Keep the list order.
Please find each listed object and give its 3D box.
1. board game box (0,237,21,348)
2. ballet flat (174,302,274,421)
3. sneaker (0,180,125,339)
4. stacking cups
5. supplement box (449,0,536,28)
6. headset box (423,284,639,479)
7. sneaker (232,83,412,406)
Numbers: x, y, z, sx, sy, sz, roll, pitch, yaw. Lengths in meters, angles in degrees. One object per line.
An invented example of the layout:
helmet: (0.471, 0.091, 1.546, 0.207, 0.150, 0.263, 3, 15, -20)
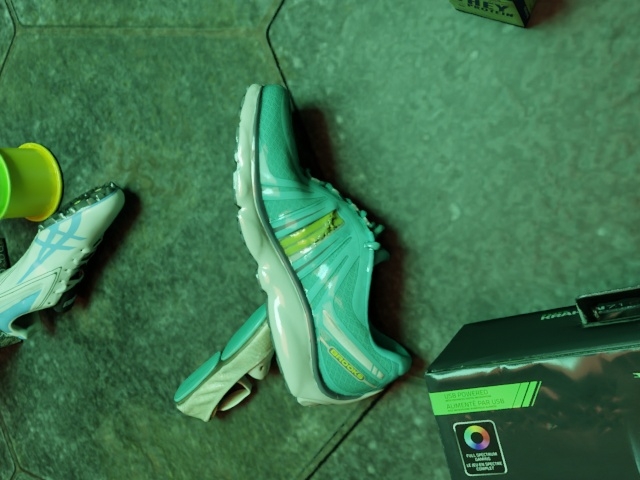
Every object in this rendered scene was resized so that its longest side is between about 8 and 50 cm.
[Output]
board game box: (-0.555, 0.093, 0.631, 0.232, 0.291, 0.140, -8, 93, 28)
ballet flat: (-0.078, 0.122, 0.541, 0.052, 0.057, 0.168, 39, 119, -13)
sneaker: (-0.286, 0.023, 0.614, 0.237, 0.085, 0.086, -39, 105, 22)
stacking cups: (-0.415, -0.051, 0.528, 0.096, 0.316, 0.095, 4, 99, 28)
supplement box: (0.123, -0.200, 0.371, 0.056, 0.083, 0.083, 25, 107, 22)
headset box: (0.224, 0.162, 0.343, 0.247, 0.131, 0.282, -14, 90, 27)
sneaker: (0.000, 0.000, 0.468, 0.110, 0.107, 0.275, -16, 94, 8)
